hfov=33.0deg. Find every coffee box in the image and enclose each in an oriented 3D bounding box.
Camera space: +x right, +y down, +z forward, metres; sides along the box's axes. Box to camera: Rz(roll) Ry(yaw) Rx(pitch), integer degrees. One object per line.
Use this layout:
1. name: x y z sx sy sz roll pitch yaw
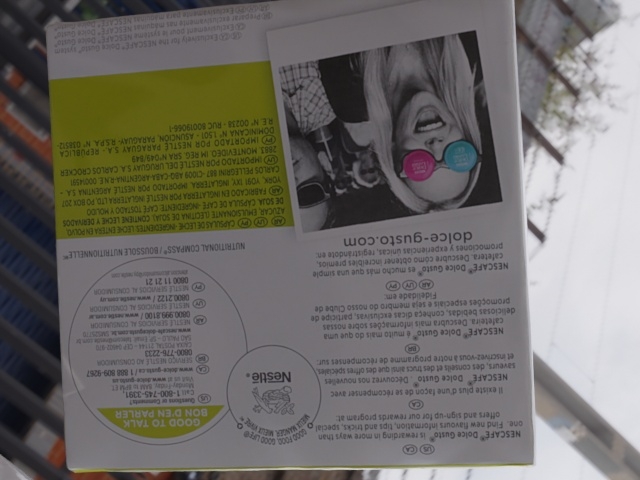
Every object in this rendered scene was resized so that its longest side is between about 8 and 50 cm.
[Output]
1. coffee box: 0.000 0.000 0.897 0.338 0.335 0.337 -3 179 10

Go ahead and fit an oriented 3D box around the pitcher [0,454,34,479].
1. pitcher: -0.191 0.182 0.416 0.207 0.125 0.178 -55 180 -29
